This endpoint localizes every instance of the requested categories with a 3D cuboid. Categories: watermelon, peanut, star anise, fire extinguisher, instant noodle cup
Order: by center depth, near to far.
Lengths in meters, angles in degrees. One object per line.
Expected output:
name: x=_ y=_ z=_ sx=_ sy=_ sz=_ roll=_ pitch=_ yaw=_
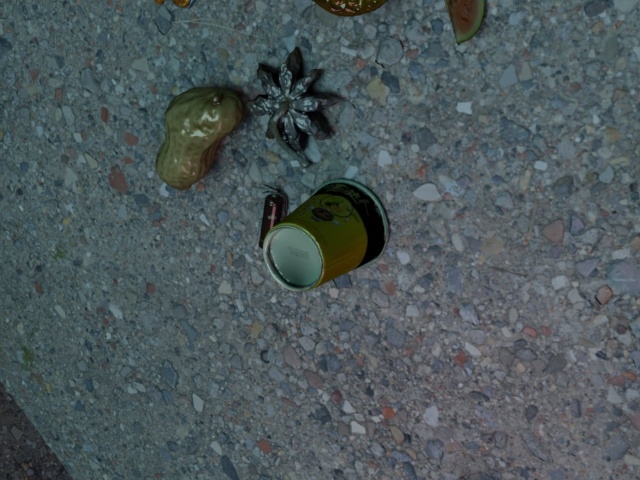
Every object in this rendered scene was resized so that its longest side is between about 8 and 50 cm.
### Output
watermelon: x=0.245 y=-0.445 z=1.586 sx=0.069 sy=0.087 sz=0.163 roll=8 pitch=119 yaw=62
instant noodle cup: x=0.000 y=0.000 z=1.824 sx=0.215 sy=0.236 sz=0.215 roll=14 pitch=116 yaw=29
star anise: x=-0.062 y=-0.276 z=1.839 sx=0.230 sy=0.081 sz=0.262 roll=2 pitch=109 yaw=20
peanut: x=-0.287 y=-0.244 z=1.954 sx=0.159 sy=0.143 sz=0.291 roll=51 pitch=130 yaw=12
fire extinguisher: x=-0.111 y=-0.053 z=1.988 sx=0.064 sy=0.043 sz=0.158 roll=8 pitch=119 yaw=-4

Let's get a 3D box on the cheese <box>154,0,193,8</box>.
cheese: x=-0.327 y=-0.542 z=1.926 sx=0.111 sy=0.017 sz=0.047 roll=12 pitch=113 yaw=28

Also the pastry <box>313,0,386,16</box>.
pastry: x=0.052 y=-0.546 z=1.598 sx=0.235 sy=0.132 sz=0.240 roll=-32 pitch=111 yaw=8
